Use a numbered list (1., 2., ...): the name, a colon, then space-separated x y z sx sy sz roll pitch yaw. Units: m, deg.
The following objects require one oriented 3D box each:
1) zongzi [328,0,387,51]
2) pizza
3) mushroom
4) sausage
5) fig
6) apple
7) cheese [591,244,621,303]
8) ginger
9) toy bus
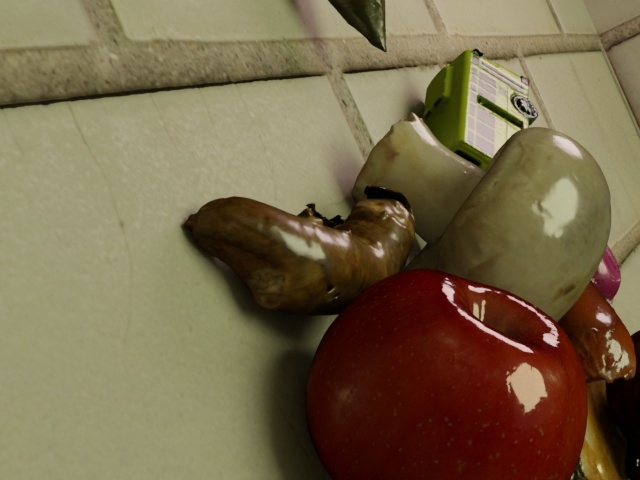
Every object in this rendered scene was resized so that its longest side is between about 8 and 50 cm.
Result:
1. zongzi: 0.032 -0.441 1.437 0.360 0.160 0.323 59 28 -13
2. pizza: 0.382 0.285 1.595 0.435 0.080 0.391 47 32 -32
3. mushroom: 0.177 -0.019 1.271 0.290 0.297 0.297 36 28 3
4. sausage: 0.317 0.097 1.372 0.102 0.102 0.330 60 9 -12
5. fig: 0.524 0.236 1.582 0.215 0.235 0.235 -17 83 -27
6. apple: 0.116 0.149 1.004 0.261 0.216 0.260 21 24 -10
7. cheese: 0.503 0.051 2.024 0.244 0.062 0.155 -9 76 -62
8. ginger: 0.004 0.014 1.083 0.309 0.107 0.133 -9 91 -59
9. toy bus: 0.220 -0.152 1.562 0.150 0.128 0.262 29 39 -14
